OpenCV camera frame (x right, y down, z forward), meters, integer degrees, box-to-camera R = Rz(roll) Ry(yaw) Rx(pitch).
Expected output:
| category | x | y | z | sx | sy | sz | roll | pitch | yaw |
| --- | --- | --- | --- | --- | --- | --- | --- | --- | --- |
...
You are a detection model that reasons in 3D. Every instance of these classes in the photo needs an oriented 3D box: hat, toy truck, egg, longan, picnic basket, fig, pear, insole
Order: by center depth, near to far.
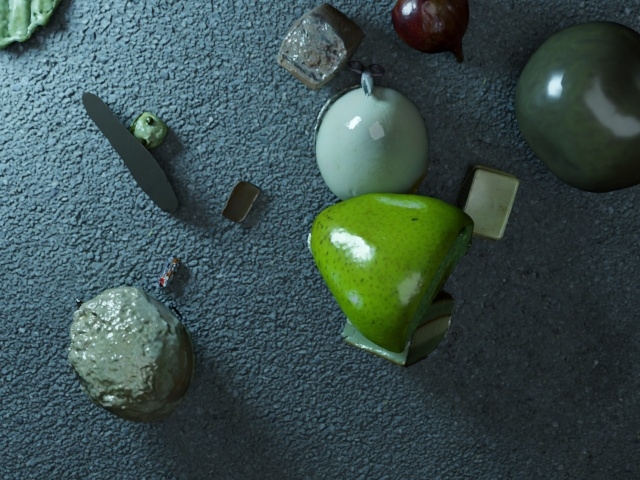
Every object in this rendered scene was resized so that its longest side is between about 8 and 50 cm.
| category | x | y | z | sx | sy | sz | roll | pitch | yaw |
| --- | --- | --- | --- | --- | --- | --- | --- | --- | --- |
| longan | 0.587 | -0.280 | 1.510 | 0.361 | 0.361 | 0.361 | -1 | 101 | -3 |
| pear | 0.128 | 0.015 | 1.521 | 0.318 | 0.238 | 0.342 | 26 | 63 | 21 |
| fig | 0.255 | -0.463 | 1.537 | 0.175 | 0.175 | 0.207 | -41 | 100 | 4 |
| egg | 0.116 | -0.199 | 1.581 | 0.264 | 0.174 | 0.286 | 1 | 104 | 0 |
| egg | -0.414 | 0.256 | 1.592 | 0.279 | 0.279 | 0.310 | -35 | 85 | 3 |
| insole | -0.422 | -0.195 | 1.597 | 0.111 | 0.007 | 0.328 | -29 | 101 | 46 |
| hat | -0.385 | -0.243 | 1.599 | 0.076 | 0.059 | 0.077 | 40 | 91 | -14 |
| picnic basket | 0.381 | -0.089 | 1.665 | 0.115 | 0.079 | 0.164 | 16 | 100 | -8 |
| toy truck | -0.357 | 0.077 | 1.678 | 0.032 | 0.024 | 0.083 | 28 | 96 | 14 |

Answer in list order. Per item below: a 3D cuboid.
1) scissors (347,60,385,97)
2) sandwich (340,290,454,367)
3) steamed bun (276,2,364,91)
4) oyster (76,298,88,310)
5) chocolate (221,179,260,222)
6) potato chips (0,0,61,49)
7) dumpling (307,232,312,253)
| category | x | y | z | sx | sy | sz | roll | pitch | yaw |
| --- | --- | --- | --- | --- | --- | --- | --- | --- | --- |
| scissors | 0.102 | -0.351 | 1.555 | 0.085 | 0.176 | 0.022 | 10 | 125 | -6 |
| sandwich | 0.177 | 0.176 | 1.694 | 0.198 | 0.227 | 0.155 | 20 | 103 | 29 |
| steamed bun | -0.003 | -0.425 | 1.563 | 0.145 | 0.106 | 0.175 | 39 | 98 | -10 |
| oyster | -0.533 | 0.197 | 1.687 | 0.132 | 0.029 | 0.086 | 34 | 97 | -12 |
| chocolate | -0.186 | -0.092 | 1.654 | 0.064 | 0.031 | 0.100 | 22 | 103 | -25 |
| potato chips | -0.711 | -0.626 | 1.504 | 0.358 | 0.070 | 0.429 | 5 | 102 | -7 |
| dumpling | -0.001 | 0.001 | 1.679 | 0.059 | 0.043 | 0.077 | 28 | 102 | 14 |
